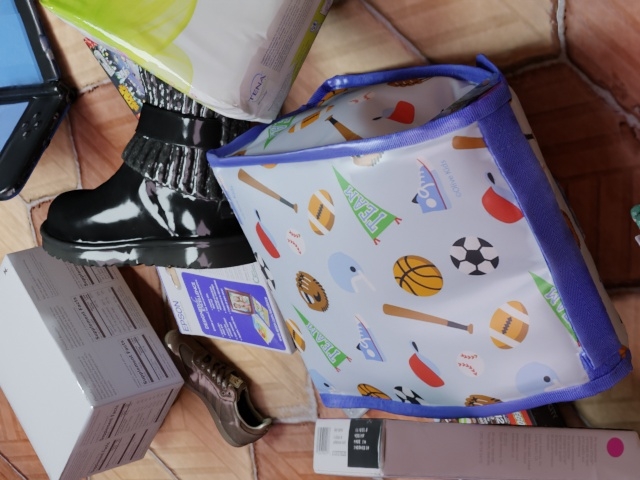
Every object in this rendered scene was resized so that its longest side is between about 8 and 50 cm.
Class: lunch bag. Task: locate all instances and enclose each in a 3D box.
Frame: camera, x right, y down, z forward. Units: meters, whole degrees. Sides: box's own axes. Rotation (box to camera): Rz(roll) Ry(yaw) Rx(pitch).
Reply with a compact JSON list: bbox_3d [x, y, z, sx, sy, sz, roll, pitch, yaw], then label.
[{"bbox_3d":[0.120,-0.003,1.720,0.385,0.239,0.328,-1,121,57],"label":"lunch bag"}]

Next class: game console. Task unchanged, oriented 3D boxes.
[{"bbox_3d":[-0.477,-0.196,2.241,0.293,0.250,0.173,0,146,46],"label":"game console"}]

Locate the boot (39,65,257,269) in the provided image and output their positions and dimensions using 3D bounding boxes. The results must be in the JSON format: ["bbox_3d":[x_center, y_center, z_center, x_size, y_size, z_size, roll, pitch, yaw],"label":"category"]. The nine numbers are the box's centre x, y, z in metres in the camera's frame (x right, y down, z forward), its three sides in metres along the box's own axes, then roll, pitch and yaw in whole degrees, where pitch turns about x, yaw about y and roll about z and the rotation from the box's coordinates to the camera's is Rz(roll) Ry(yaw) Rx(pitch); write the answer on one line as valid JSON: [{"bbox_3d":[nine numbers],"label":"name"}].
[{"bbox_3d":[-0.202,-0.107,1.993,0.348,0.131,0.260,2,102,38],"label":"boot"}]

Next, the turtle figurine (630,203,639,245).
[{"bbox_3d":[0.368,-0.040,1.531,0.175,0.118,0.234,-4,102,31],"label":"turtle figurine"}]

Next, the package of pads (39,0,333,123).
[{"bbox_3d":[-0.130,-0.275,1.776,0.296,0.101,0.229,29,97,28],"label":"package of pads"}]

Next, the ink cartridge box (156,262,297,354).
[{"bbox_3d":[-0.127,0.035,2.159,0.208,0.045,0.206,7,124,42],"label":"ink cartridge box"}]

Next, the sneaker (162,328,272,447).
[{"bbox_3d":[-0.133,0.188,2.291,0.071,0.066,0.188,-28,104,35],"label":"sneaker"}]

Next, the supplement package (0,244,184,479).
[{"bbox_3d":[-0.333,0.162,2.324,0.262,0.145,0.204,57,141,25],"label":"supplement package"}]

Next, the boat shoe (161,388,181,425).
[{"bbox_3d":[-0.252,0.233,2.429,0.073,0.073,0.207,39,140,17],"label":"boat shoe"}]

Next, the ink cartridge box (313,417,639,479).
[{"bbox_3d":[0.194,0.222,1.770,0.176,0.371,0.069,165,111,-67],"label":"ink cartridge box"}]

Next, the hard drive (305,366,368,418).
[{"bbox_3d":[0.044,0.159,2.102,0.094,0.022,0.135,47,142,6],"label":"hard drive"}]

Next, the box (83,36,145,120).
[{"bbox_3d":[-0.221,-0.209,2.073,0.137,0.027,0.094,56,144,-5],"label":"box"}]

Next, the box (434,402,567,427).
[{"bbox_3d":[0.234,0.271,1.979,0.159,0.044,0.233,-8,114,49],"label":"box"}]
